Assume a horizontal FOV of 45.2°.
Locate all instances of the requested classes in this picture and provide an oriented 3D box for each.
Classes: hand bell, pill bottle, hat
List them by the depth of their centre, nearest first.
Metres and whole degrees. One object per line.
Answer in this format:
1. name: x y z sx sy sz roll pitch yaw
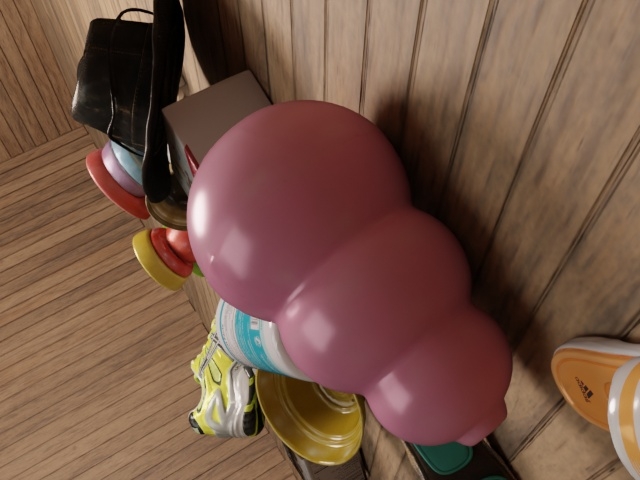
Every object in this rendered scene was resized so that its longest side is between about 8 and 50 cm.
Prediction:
1. hat: -0.264 -0.204 1.036 0.331 0.134 0.331 -176 90 -84
2. pill bottle: -0.057 0.115 1.093 0.264 0.146 0.146 -5 114 61
3. hand bell: -0.221 -0.142 1.298 0.242 0.126 0.126 -96 -5 -46

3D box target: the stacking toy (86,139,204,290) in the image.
1. stacking toy: -0.267 -0.070 1.428 0.309 0.130 0.279 56 -168 11

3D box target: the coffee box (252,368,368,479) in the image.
1. coffee box: -0.017 0.371 1.542 0.168 0.119 0.297 46 158 46

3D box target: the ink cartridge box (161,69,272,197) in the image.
1. ink cartridge box: -0.120 -0.109 1.015 0.128 0.127 0.176 58 165 13

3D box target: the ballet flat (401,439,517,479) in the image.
1. ballet flat: 0.159 0.257 0.865 0.106 0.108 0.316 -14 -100 -85

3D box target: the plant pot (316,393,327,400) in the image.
1. plant pot: 0.007 0.259 1.373 0.083 0.083 0.079 83 167 -53

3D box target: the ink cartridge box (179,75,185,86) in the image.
1. ink cartridge box: -0.314 -0.297 1.373 0.090 0.092 0.143 66 163 -16

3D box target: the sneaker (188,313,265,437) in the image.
1. sneaker: -0.196 0.227 1.604 0.145 0.147 0.384 73 -168 -46

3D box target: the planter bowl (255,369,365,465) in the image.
1. planter bowl: 0.004 0.245 1.245 0.217 0.090 0.217 17 119 33

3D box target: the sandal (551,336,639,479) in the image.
1. sandal: 0.206 0.117 0.468 0.102 0.076 0.265 62 165 -2

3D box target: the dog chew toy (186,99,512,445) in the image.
1. dog chew toy: 0.035 0.036 0.673 0.332 0.207 0.206 48 162 13

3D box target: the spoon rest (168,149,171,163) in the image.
1. spoon rest: -0.285 -0.209 1.494 0.137 0.084 0.276 57 178 6
